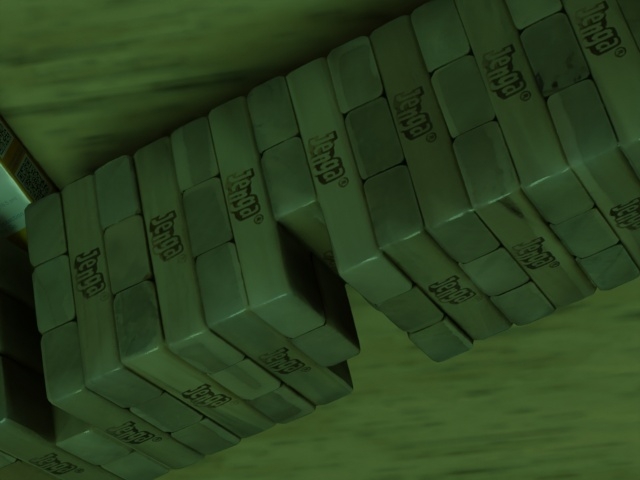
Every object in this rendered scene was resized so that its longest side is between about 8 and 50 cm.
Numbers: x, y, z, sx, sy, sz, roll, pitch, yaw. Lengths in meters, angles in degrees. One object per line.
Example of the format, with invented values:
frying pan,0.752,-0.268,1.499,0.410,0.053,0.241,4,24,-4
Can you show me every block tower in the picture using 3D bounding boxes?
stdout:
block tower,0.000,0.000,0.532,0.335,0.091,0.097,-24,147,16

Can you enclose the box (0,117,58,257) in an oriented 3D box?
box,-0.172,-0.041,0.577,0.081,0.028,0.136,-25,113,18
